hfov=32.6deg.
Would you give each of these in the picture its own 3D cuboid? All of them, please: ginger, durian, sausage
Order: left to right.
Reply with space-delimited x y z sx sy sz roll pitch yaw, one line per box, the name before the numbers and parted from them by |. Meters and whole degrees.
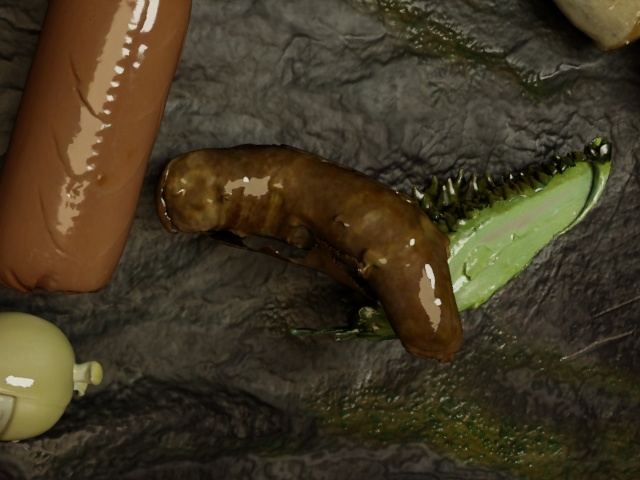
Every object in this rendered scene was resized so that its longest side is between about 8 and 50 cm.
sausage | -0.202 -0.096 0.945 0.121 0.121 0.304 15 97 -21
ginger | 0.002 -0.011 0.996 0.309 0.107 0.133 22 53 12
durian | 0.132 0.006 1.086 0.375 0.106 0.132 -33 108 -11

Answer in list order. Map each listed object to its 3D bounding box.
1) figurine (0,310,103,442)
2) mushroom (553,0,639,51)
figurine | -0.376 0.085 0.907 0.394 0.226 0.275 8 69 -26
mushroom | 0.210 -0.312 1.054 0.351 0.095 0.123 32 79 -24
